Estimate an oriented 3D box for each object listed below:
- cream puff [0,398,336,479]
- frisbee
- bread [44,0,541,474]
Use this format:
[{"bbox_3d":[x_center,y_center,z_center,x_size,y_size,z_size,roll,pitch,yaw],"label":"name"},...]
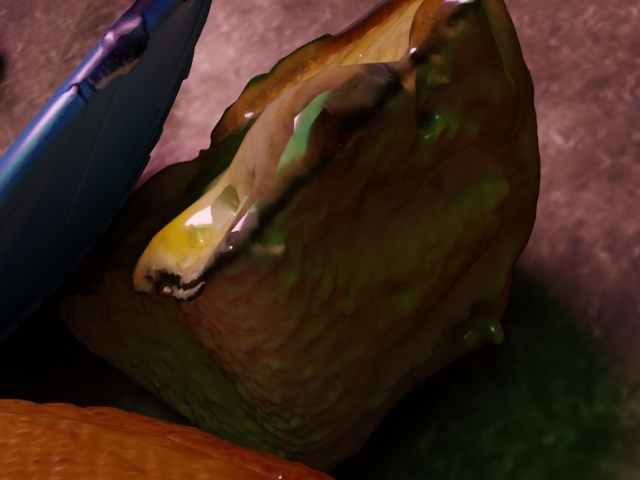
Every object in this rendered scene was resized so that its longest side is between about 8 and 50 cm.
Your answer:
[{"bbox_3d":[-0.116,0.163,0.394,0.303,0.212,0.303,3,18,-1],"label":"cream puff"},{"bbox_3d":[-0.108,-0.011,0.590,0.045,0.242,0.242,39,60,-6],"label":"frisbee"},{"bbox_3d":[0.007,0.005,0.565,0.174,0.133,0.251,-45,10,-23],"label":"bread"}]
